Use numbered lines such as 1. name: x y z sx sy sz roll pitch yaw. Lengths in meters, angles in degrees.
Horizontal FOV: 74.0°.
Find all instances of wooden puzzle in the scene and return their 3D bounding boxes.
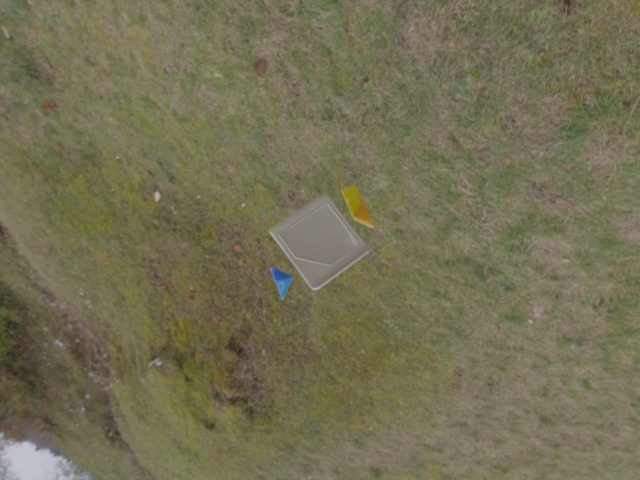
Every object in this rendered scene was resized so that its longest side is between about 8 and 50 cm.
1. wooden puzzle: 0.000 0.000 0.393 0.079 0.116 0.014 58 163 14
